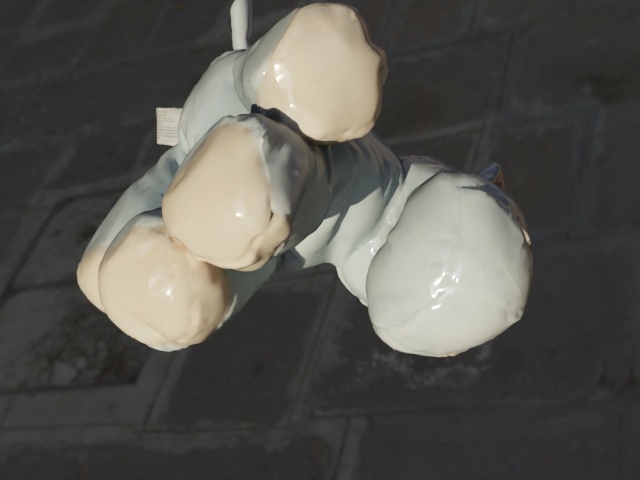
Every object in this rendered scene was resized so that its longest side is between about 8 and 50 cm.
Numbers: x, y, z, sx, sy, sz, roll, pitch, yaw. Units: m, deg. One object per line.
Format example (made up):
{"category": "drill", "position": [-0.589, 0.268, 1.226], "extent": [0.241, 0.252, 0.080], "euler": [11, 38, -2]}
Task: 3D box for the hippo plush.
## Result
{"category": "hippo plush", "position": [0.000, 0.000, 0.654], "extent": [0.234, 0.236, 0.294], "euler": [-54, 19, 0]}
